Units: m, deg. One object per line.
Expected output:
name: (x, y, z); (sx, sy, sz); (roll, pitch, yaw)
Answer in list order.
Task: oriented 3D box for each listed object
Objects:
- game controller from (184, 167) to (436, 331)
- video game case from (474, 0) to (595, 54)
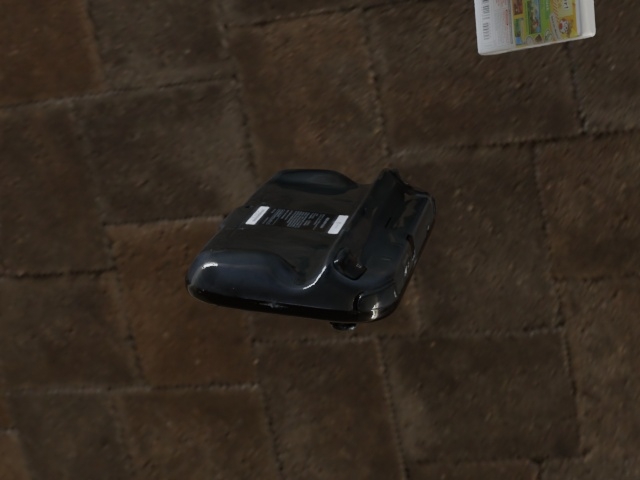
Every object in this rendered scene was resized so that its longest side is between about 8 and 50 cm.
game controller: (0.000, 0.000, 1.222); (0.167, 0.319, 0.067); (-1, 106, 12)
video game case: (0.245, -0.341, 1.725); (0.206, 0.026, 0.226); (1, 95, 62)
